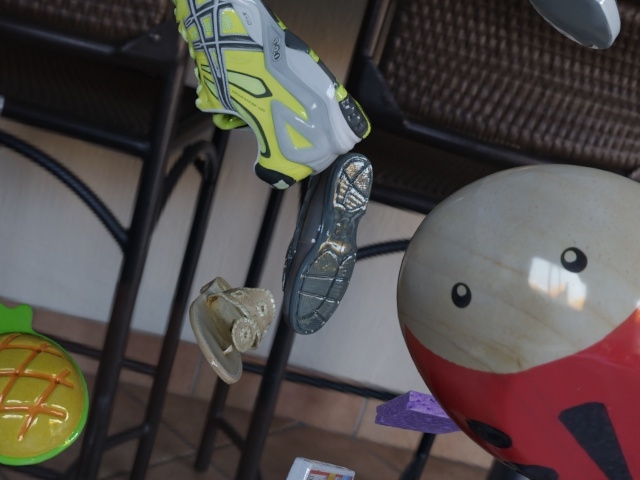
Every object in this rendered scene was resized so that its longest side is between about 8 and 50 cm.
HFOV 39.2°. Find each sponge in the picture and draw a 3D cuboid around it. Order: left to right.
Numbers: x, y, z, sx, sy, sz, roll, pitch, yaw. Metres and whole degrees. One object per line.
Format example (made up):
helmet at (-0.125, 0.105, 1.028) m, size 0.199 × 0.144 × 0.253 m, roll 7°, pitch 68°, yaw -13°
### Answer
sponge at (0.159, 0.256, 1.324) m, size 0.117 × 0.031 × 0.210 m, roll 11°, pitch -18°, yaw -7°

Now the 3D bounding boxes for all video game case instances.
video game case at (-0.029, 0.393, 1.192) m, size 0.025 × 0.204 × 0.285 m, roll 20°, pitch -11°, yaw 18°

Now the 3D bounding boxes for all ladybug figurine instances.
ladybug figurine at (0.247, 0.118, 0.856) m, size 0.449 × 0.305 × 0.161 m, roll 47°, pitch 28°, yaw -38°

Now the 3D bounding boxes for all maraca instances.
maraca at (-0.307, 0.137, 0.890) m, size 0.127 × 0.099 × 0.185 m, roll -23°, pitch 64°, yaw -33°

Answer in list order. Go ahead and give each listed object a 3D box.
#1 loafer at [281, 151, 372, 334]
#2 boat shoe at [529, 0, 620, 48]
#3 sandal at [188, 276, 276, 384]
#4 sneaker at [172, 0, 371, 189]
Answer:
loafer at (0.000, 0.000, 1.291) m, size 0.096 × 0.267 × 0.084 m, roll 16°, pitch 3°, yaw -41°
boat shoe at (0.194, -0.245, 0.717) m, size 0.078 × 0.070 × 0.219 m, roll 27°, pitch -14°, yaw 50°
sandal at (-0.090, 0.076, 1.018) m, size 0.088 × 0.079 × 0.240 m, roll 54°, pitch 4°, yaw -14°
sneaker at (-0.108, -0.225, 1.077) m, size 0.384 × 0.147 × 0.145 m, roll 51°, pitch 7°, yaw 26°
